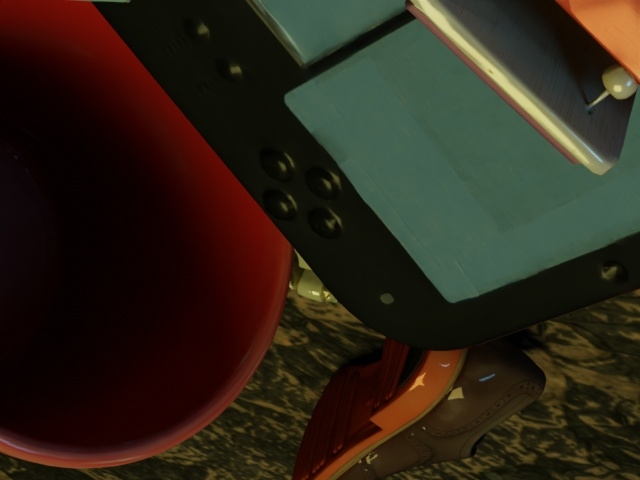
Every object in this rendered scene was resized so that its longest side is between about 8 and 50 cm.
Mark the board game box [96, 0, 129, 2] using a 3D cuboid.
[{"bbox_3d":[-0.152,-0.247,0.759,0.144,0.142,0.275,8,141,36],"label":"board game box"}]

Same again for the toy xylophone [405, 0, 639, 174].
[{"bbox_3d":[0.150,-0.181,0.666,0.236,0.081,0.323,34,117,-13],"label":"toy xylophone"}]

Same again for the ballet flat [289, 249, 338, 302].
[{"bbox_3d":[0.000,0.000,1.166,0.070,0.070,0.188,13,149,15],"label":"ballet flat"}]

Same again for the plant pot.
[{"bbox_3d":[-0.188,-0.006,1.110,0.275,0.275,0.243,37,157,-24],"label":"plant pot"}]

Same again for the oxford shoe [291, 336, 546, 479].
[{"bbox_3d":[0.058,0.134,1.316,0.098,0.097,0.271,23,150,-14],"label":"oxford shoe"}]

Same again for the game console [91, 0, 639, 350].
[{"bbox_3d":[0.055,-0.111,0.894,0.342,0.060,0.386,47,143,-14],"label":"game console"}]
